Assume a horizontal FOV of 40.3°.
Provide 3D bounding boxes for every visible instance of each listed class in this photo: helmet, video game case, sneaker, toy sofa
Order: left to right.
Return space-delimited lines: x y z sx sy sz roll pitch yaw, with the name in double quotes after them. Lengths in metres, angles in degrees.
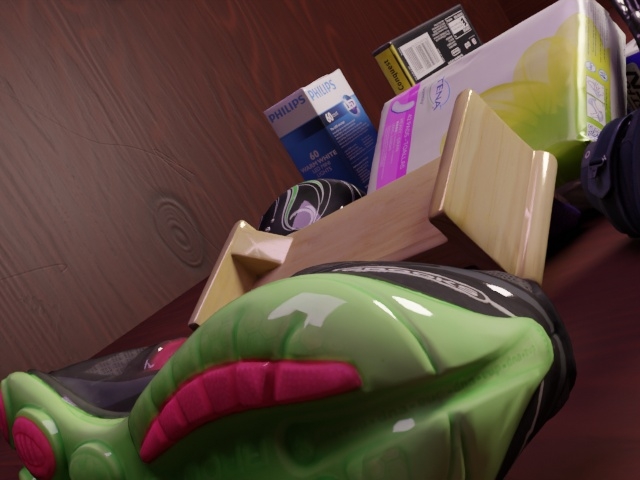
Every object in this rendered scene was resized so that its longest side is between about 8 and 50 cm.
-0.050 0.127 0.532 0.202 0.185 0.483 -14 -4 -41 "sneaker"
0.000 0.000 1.114 0.169 0.169 0.161 -30 23 20 "helmet"
0.056 0.029 0.833 0.362 0.177 0.150 -26 34 43 "toy sofa"
0.200 -0.193 1.226 0.035 0.248 0.275 -26 9 36 "video game case"
0.247 -0.108 0.622 0.086 0.226 0.163 5 2 -1 "sneaker"

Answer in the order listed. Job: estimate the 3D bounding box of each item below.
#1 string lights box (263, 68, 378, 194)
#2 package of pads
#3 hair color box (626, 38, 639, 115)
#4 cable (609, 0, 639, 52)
0.042 -0.101 1.225 0.077 0.259 0.133 -28 7 32 "string lights box"
0.183 -0.106 0.934 0.296 0.101 0.229 -25 40 41 "package of pads"
0.459 -0.217 0.838 0.185 0.110 0.339 -37 9 -21 "hair color box"
0.336 -0.199 0.834 0.072 0.139 0.287 -9 42 3 "cable"
